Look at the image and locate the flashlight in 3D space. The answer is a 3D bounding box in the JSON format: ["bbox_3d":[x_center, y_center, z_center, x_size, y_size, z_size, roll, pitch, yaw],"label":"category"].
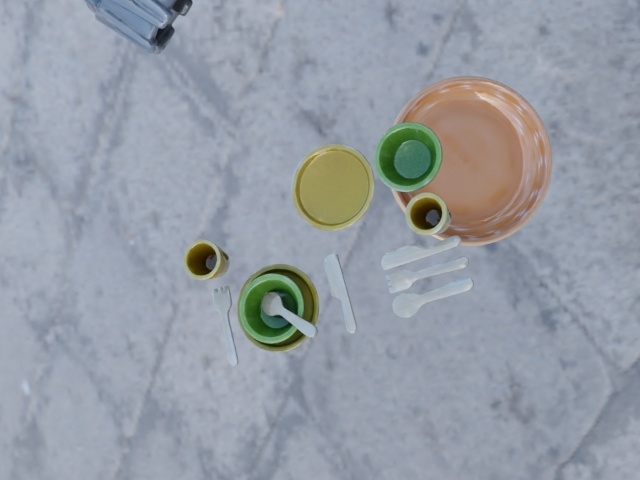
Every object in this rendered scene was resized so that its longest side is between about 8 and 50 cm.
[{"bbox_3d":[-0.241,-0.283,1.070,0.304,0.103,0.103,35,99,-2],"label":"flashlight"}]

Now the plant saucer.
[{"bbox_3d":[0.173,-0.093,1.503,0.037,0.200,0.200,168,90,-82],"label":"plant saucer"}]

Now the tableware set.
[{"bbox_3d":[0.000,0.000,0.679,0.154,0.024,0.104,-18,77,18],"label":"tableware set"}]
